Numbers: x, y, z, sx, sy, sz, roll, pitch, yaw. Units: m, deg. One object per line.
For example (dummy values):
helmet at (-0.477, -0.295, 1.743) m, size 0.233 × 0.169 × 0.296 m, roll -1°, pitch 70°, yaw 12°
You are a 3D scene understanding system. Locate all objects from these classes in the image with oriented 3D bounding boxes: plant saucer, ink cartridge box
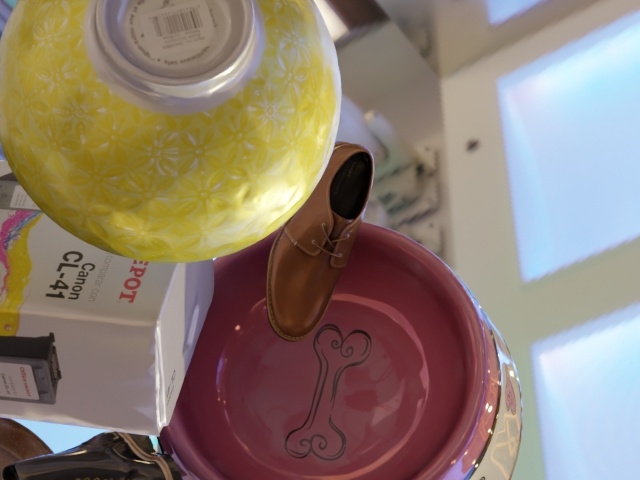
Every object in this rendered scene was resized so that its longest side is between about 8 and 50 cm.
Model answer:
plant saucer at (-0.403, 0.291, 1.718) m, size 0.036 × 0.199 × 0.198 m, roll -52°, pitch -146°, yaw 21°
ink cartridge box at (-0.264, 0.039, 1.223) m, size 0.306 × 0.131 × 0.226 m, roll 5°, pitch -145°, yaw 6°

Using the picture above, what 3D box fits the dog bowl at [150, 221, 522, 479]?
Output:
dog bowl at (0.008, 0.156, 1.448) m, size 0.408 × 0.150 × 0.408 m, roll -3°, pitch -118°, yaw 5°

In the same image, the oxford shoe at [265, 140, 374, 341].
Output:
oxford shoe at (0.000, 0.000, 1.385) m, size 0.076 × 0.076 × 0.212 m, roll -170°, pitch -82°, yaw -72°

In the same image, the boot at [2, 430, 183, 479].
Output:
boot at (-0.206, 0.242, 1.291) m, size 0.137 × 0.076 × 0.198 m, roll -13°, pitch -165°, yaw -23°

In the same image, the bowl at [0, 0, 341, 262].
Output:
bowl at (-0.114, -0.141, 1.077) m, size 0.289 × 0.289 × 0.156 m, roll -60°, pitch 179°, yaw -19°
